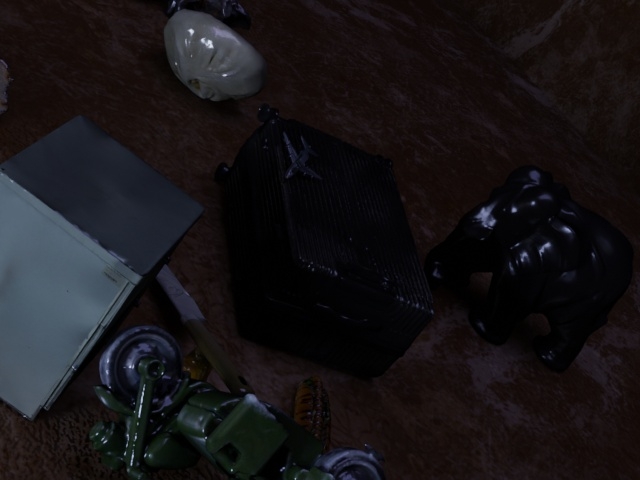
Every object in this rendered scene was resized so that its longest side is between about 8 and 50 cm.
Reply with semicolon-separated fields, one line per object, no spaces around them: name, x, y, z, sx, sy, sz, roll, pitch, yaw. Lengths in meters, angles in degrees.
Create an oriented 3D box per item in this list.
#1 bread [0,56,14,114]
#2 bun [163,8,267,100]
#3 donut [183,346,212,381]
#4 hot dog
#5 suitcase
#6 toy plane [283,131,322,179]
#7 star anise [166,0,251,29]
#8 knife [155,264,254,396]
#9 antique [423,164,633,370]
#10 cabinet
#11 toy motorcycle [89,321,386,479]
bread;-0.431;-0.198;1.116;0.126;0.044;0.129;27;27;-36
bun;-0.174;-0.278;1.468;0.183;0.102;0.183;32;-6;4
donut;-0.151;0.128;0.981;0.083;0.038;0.067;36;31;-10
hot dog;-0.008;0.198;1.051;0.049;0.037;0.122;32;31;-21
suitcase;0.000;0.000;1.233;0.229;0.152;0.335;21;36;-27
toy plane;-0.026;-0.100;1.163;0.078;0.024;0.084;50;29;-15
star anise;-0.236;-0.469;1.664;0.282;0.129;0.212;25;48;-18
knife;-0.142;0.081;1.025;0.047;0.017;0.298;16;21;-43
antique;0.345;0.035;1.479;0.322;0.255;0.185;25;34;-20
cabinet;-0.234;0.028;0.846;0.150;0.206;0.145;37;29;-4
toy motorcycle;-0.070;0.189;0.808;0.275;0.205;0.127;40;70;-24
